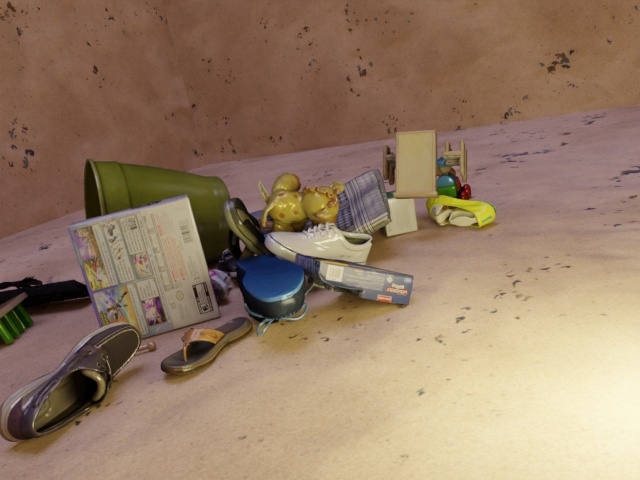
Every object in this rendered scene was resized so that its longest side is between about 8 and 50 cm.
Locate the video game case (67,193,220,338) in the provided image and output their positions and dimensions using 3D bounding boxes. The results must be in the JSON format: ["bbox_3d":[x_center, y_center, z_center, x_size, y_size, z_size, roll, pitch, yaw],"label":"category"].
[{"bbox_3d":[-0.362,0.063,1.336,0.244,0.270,0.061,-15,14,-10],"label":"video game case"}]

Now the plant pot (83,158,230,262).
[{"bbox_3d":[-0.435,-0.049,1.743,0.352,0.367,0.366,-7,11,-25],"label":"plant pot"}]

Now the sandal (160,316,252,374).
[{"bbox_3d":[-0.211,0.182,1.179,0.090,0.060,0.219,0,19,40],"label":"sandal"}]

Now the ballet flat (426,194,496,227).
[{"bbox_3d":[0.341,-0.069,1.636,0.077,0.077,0.231,-40,28,-26],"label":"ballet flat"}]

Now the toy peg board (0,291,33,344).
[{"bbox_3d":[-0.793,0.217,1.545,0.160,0.079,0.161,-27,13,6],"label":"toy peg board"}]

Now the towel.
[{"bbox_3d":[0.024,-0.061,1.627,0.312,0.056,0.324,-28,24,13],"label":"towel"}]

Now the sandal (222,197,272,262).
[{"bbox_3d":[-0.173,0.001,1.442,0.086,0.303,0.120,-26,60,2],"label":"sandal"}]

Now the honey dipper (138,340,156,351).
[{"bbox_3d":[-0.403,0.224,1.251,0.160,0.031,0.030,-14,15,-13],"label":"honey dipper"}]

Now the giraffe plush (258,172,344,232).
[{"bbox_3d":[-0.030,-0.080,1.489,0.170,0.182,0.210,0,-20,19],"label":"giraffe plush"}]

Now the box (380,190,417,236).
[{"bbox_3d":[0.199,-0.075,1.702,0.087,0.102,0.101,-11,14,-7],"label":"box"}]

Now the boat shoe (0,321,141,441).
[{"bbox_3d":[-0.396,0.236,1.072,0.092,0.103,0.285,3,25,31],"label":"boat shoe"}]

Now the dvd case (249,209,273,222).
[{"bbox_3d":[-0.242,-0.053,2.129,0.179,0.030,0.238,-17,15,-14],"label":"dvd case"}]

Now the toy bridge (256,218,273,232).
[{"bbox_3d":[-0.166,-0.037,1.865,0.063,0.026,0.188,-14,-10,4],"label":"toy bridge"}]

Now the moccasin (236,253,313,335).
[{"bbox_3d":[-0.088,0.107,1.258,0.137,0.117,0.342,-10,10,-8],"label":"moccasin"}]

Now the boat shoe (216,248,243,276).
[{"bbox_3d":[-0.217,0.052,1.614,0.075,0.065,0.206,-6,5,-21],"label":"boat shoe"}]

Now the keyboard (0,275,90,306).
[{"bbox_3d":[-0.769,0.143,1.682,0.317,0.033,0.201,-10,-22,14],"label":"keyboard"}]

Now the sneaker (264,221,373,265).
[{"bbox_3d":[0.000,0.000,1.408,0.258,0.091,0.094,8,26,-33],"label":"sneaker"}]

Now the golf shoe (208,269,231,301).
[{"bbox_3d":[-0.248,0.097,1.509,0.086,0.068,0.186,-18,15,-25],"label":"golf shoe"}]

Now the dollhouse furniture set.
[{"bbox_3d":[0.266,-0.175,1.665,0.212,0.161,0.242,-1,-6,18],"label":"dollhouse furniture set"}]

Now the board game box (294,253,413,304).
[{"bbox_3d":[0.051,0.073,1.258,0.194,0.060,0.194,10,-1,-20],"label":"board game box"}]

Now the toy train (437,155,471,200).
[{"bbox_3d":[0.385,-0.190,1.891,0.105,0.143,0.248,-6,16,21],"label":"toy train"}]

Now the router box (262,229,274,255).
[{"bbox_3d":[-0.074,-0.010,1.798,0.178,0.046,0.133,-14,15,-3],"label":"router box"}]
